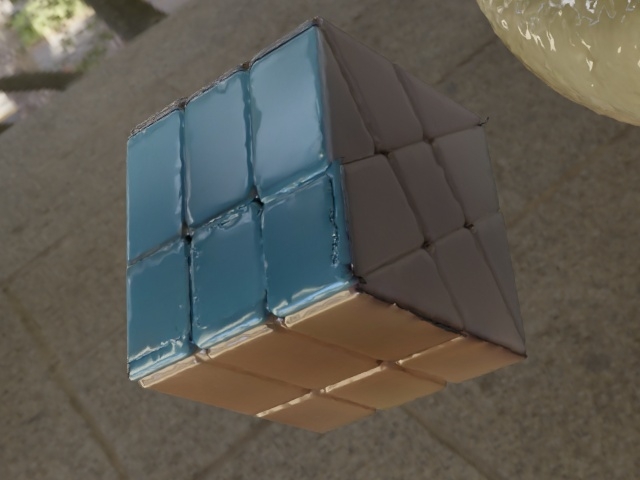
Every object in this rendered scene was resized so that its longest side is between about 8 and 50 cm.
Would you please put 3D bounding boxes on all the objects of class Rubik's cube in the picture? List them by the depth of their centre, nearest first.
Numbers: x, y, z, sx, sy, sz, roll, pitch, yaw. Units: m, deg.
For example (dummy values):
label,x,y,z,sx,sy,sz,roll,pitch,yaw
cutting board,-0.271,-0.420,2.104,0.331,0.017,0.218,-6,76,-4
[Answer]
label,x,y,z,sx,sy,sz,roll,pitch,yaw
Rubik's cube,0.000,0.000,0.846,0.225,0.221,0.231,-26,56,34

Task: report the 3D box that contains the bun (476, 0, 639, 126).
label,x,y,z,sx,sy,sz,roll,pitch,yaw
bun,0.190,-0.152,0.385,0.281,0.205,0.281,-171,90,-68
